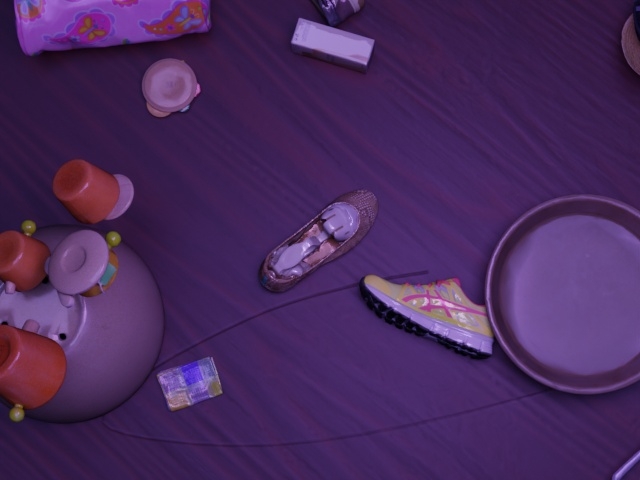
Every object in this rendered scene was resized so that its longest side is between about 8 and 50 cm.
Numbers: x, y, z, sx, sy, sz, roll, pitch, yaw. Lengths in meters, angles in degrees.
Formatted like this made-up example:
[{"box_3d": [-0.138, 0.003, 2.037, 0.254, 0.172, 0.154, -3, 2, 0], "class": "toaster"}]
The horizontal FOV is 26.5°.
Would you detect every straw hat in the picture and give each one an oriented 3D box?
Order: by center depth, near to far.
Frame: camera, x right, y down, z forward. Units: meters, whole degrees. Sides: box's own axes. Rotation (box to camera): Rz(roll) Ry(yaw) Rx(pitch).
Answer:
[{"box_3d": [0.495, -0.265, 1.950, 0.145, 0.061, 0.144, -1, 62, 2], "class": "straw hat"}]

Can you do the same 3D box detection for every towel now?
[{"box_3d": [-0.185, 0.203, 1.926, 0.083, 0.009, 0.060, -17, 82, -1], "class": "towel"}]

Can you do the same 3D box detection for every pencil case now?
[{"box_3d": [-0.299, -0.337, 1.948, 0.284, 0.124, 0.124, -9, 82, 1], "class": "pencil case"}]

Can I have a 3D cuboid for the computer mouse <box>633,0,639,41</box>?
[{"box_3d": [0.490, -0.363, 1.948, 0.071, 0.041, 0.242, 2, 59, 19], "class": "computer mouse"}]

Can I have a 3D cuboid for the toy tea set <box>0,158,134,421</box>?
[{"box_3d": [-0.339, 0.062, 1.724, 0.336, 0.124, 0.200, -48, 55, -2], "class": "toy tea set"}]

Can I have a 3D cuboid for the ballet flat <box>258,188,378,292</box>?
[{"box_3d": [0.000, 0.000, 1.920, 0.206, 0.067, 0.073, -42, 83, -5], "class": "ballet flat"}]

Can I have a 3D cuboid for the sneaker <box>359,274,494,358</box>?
[{"box_3d": [0.155, 0.087, 1.908, 0.209, 0.081, 0.094, 24, 77, -3], "class": "sneaker"}]

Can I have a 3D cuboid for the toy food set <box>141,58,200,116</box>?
[{"box_3d": [-0.218, -0.224, 1.977, 0.083, 0.020, 0.083, -17, 82, -1], "class": "toy food set"}]

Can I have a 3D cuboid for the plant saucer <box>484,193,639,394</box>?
[{"box_3d": [0.364, 0.074, 1.881, 0.278, 0.041, 0.277, 0, 84, 0], "class": "plant saucer"}]

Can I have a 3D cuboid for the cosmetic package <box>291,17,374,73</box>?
[{"box_3d": [0.018, -0.280, 1.961, 0.115, 0.060, 0.041, 17, 84, 5], "class": "cosmetic package"}]

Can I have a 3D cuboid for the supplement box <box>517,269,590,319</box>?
[{"box_3d": [0.327, 0.078, 1.920, 0.098, 0.036, 0.062, -5, 83, 0], "class": "supplement box"}]

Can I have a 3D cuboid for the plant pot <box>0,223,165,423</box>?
[{"box_3d": [-0.364, 0.106, 1.852, 0.284, 0.191, 0.284, 0, 82, 0], "class": "plant pot"}]

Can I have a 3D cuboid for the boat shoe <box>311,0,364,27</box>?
[{"box_3d": [-0.031, -0.404, 1.968, 0.073, 0.080, 0.223, -42, 88, -9], "class": "boat shoe"}]

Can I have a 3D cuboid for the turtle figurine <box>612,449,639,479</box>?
[{"box_3d": [0.563, 0.225, 1.819, 0.275, 0.198, 0.266, 10, 79, -1], "class": "turtle figurine"}]
